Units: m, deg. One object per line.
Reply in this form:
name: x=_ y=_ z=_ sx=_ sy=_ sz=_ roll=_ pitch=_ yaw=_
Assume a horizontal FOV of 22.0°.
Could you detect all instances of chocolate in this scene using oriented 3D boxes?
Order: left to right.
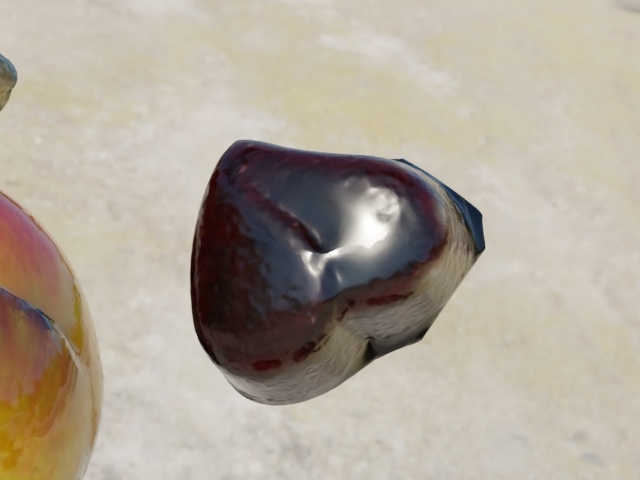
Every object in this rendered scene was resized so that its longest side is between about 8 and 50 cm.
chocolate: x=0.000 y=0.000 z=0.768 sx=0.148 sy=0.125 sz=0.080 roll=-29 pitch=-7 yaw=2

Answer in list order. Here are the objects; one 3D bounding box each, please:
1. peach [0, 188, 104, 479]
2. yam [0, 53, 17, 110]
peach: x=-0.320 y=0.096 z=1.039 sx=0.370 sy=0.370 sz=0.370 roll=10 pitch=16 yaw=-3
yam: x=-0.308 y=-0.179 z=1.066 sx=0.274 sy=0.061 sz=0.061 roll=40 pitch=2 yaw=-28
